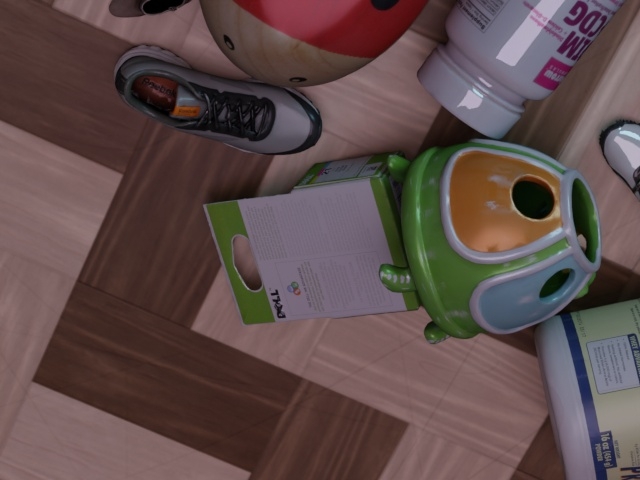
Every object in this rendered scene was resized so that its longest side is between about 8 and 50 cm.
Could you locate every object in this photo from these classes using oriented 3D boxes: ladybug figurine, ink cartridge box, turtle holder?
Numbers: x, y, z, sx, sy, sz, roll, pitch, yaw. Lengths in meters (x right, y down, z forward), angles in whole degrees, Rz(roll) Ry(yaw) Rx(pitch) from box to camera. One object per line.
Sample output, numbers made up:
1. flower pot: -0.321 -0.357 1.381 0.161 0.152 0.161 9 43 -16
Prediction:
1. ladybug figurine: 0.017 -0.377 1.750 0.305 0.162 0.449 24 110 -8
2. ink cartridge box: 0.000 0.000 1.937 0.255 0.097 0.189 -7 113 25
3. turtle holder: 0.228 0.017 1.835 0.227 0.243 0.320 -10 128 24

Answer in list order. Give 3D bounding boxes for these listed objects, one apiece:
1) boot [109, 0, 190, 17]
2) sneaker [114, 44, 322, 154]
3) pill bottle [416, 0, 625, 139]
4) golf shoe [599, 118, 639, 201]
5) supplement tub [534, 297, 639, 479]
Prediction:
1. boot: -0.209 -0.293 1.827 0.118 0.087 0.042 -21 111 9
2. sneaker: -0.131 -0.162 1.867 0.271 0.108 0.100 15 109 -6
3. pill bottle: 0.252 -0.271 1.788 0.160 0.160 0.283 34 109 -11
4. golf shoe: 0.433 -0.071 1.899 0.077 0.094 0.198 -41 104 16
5. supplement tub: 0.455 0.184 1.920 0.325 0.235 0.235 -12 110 6
